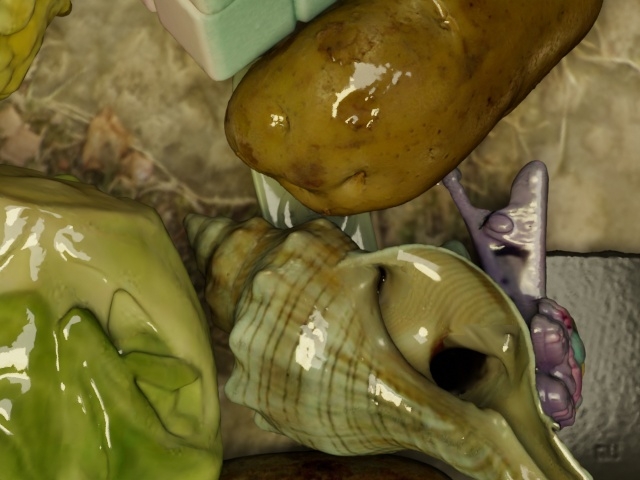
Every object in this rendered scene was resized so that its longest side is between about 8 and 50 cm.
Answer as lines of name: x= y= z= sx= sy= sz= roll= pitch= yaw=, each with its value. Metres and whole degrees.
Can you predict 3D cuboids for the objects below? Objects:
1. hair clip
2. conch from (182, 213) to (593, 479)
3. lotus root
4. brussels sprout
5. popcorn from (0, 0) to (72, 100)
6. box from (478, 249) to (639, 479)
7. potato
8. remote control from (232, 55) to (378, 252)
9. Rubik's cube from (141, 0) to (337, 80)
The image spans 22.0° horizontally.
hair clip: x=0.162 y=0.056 z=1.274 sx=0.090 sy=0.137 sz=0.278 roll=-17 pitch=77 yaw=7
conch: x=0.052 y=0.085 z=1.228 sx=0.386 sy=0.169 sz=0.203 roll=34 pitch=86 yaw=6
lotus root: x=0.001 y=0.222 z=1.257 sx=0.241 sy=0.123 sz=0.124 roll=0 pitch=86 yaw=5
brussels sprout: x=-0.208 y=0.112 z=1.168 sx=0.328 sy=0.247 sz=0.328 roll=-12 pitch=110 yaw=-36
popcorn: x=-0.324 y=-0.181 z=1.163 sx=0.293 sy=0.293 sz=0.237 roll=35 pitch=92 yaw=-7
box: x=0.223 y=0.107 z=1.359 sx=0.212 sy=0.042 sz=0.201 roll=-3 pitch=87 yaw=-10
potato: x=0.093 y=-0.138 z=1.252 sx=0.369 sy=0.176 sz=0.195 roll=-35 pitch=133 yaw=-33
remote control: x=-0.001 y=0.000 z=1.326 sx=0.090 sy=0.038 sz=0.310 roll=-13 pitch=89 yaw=-11
Rubik's cube: x=-0.060 y=-0.368 z=1.151 sx=0.322 sy=0.316 sz=0.319 roll=-38 pitch=69 yaw=-10
